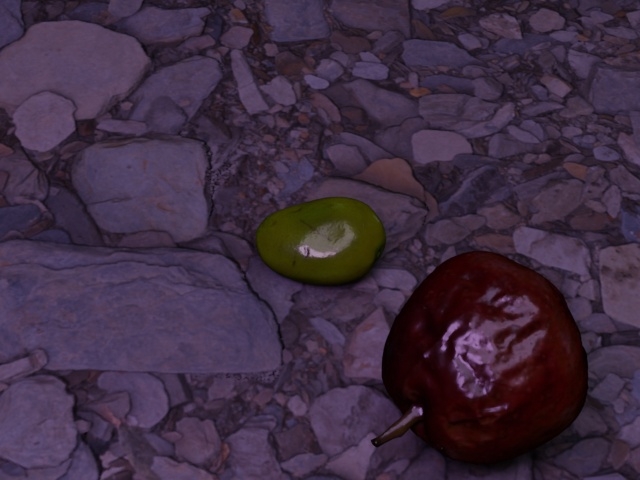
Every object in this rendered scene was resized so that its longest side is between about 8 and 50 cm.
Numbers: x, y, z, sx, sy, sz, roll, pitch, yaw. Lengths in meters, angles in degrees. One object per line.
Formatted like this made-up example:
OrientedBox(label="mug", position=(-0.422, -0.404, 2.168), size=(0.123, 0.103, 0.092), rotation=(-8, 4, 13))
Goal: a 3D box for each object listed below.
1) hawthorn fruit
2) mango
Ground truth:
OrientedBox(label="hawthorn fruit", position=(0.163, 0.155, 1.305), size=(0.266, 0.210, 0.230), rotation=(-39, 77, -17))
OrientedBox(label="mango", position=(0.002, 0.005, 1.482), size=(0.163, 0.089, 0.117), rotation=(-15, 60, -3))
